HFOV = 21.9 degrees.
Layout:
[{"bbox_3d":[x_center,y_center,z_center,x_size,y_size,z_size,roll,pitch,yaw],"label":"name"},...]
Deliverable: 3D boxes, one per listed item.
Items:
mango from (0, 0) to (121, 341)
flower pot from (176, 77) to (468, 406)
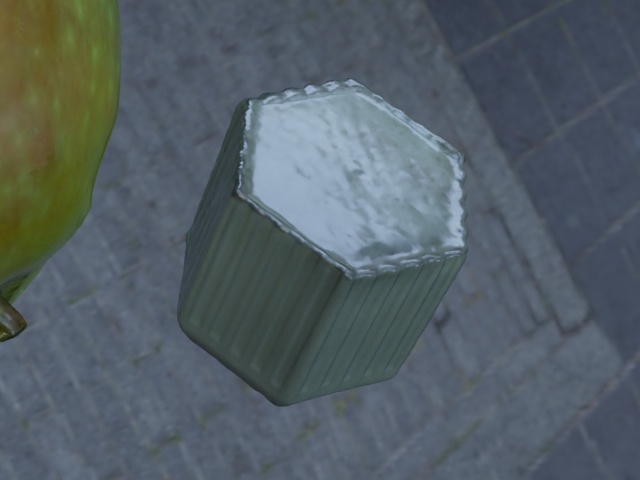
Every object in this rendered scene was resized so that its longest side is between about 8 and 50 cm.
[{"bbox_3d":[-0.223,-0.110,0.493,0.382,0.225,0.201,36,38,14],"label":"mango"},{"bbox_3d":[0.000,0.000,1.438,0.209,0.189,0.239,15,48,-11],"label":"flower pot"}]
